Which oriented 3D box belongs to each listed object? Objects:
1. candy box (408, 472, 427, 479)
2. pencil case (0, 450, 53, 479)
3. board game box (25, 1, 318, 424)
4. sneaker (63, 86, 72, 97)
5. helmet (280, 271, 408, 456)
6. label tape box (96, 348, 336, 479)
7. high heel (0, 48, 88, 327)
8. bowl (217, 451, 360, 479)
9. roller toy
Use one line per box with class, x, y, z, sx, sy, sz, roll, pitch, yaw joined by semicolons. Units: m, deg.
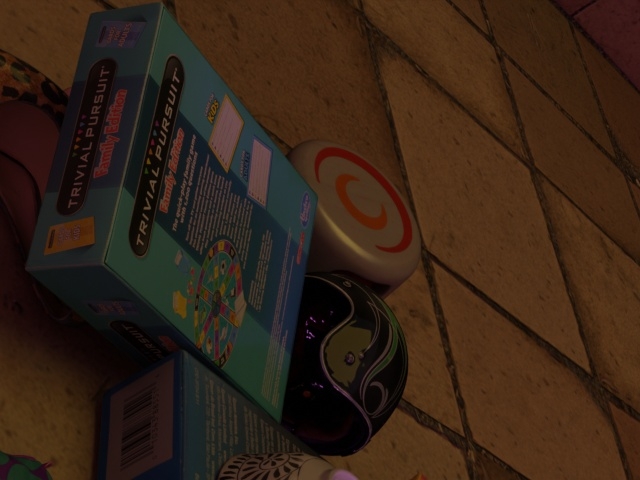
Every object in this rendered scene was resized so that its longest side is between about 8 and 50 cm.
candy box;-0.046;0.329;1.070;0.122;0.317;0.268;54;24;-9
pencil case;-0.266;0.159;1.165;0.152;0.064;0.070;41;53;-34
board game box;-0.120;-0.011;1.446;0.336;0.079;0.253;50;42;-52
sneaker;-0.160;-0.108;1.651;0.131;0.112;0.319;46;13;14
helmet;0.010;0.118;1.634;0.169;0.169;0.161;46;42;-26
label tape box;-0.047;0.284;1.388;0.334;0.106;0.240;42;29;-34
high heel;-0.257;-0.053;1.396;0.261;0.093;0.186;58;16;-24
bowl;-0.001;0.235;1.304;0.170;0.080;0.170;45;28;-31
roller toy;0.000;0.000;1.776;0.191;0.146;0.209;48;30;0
